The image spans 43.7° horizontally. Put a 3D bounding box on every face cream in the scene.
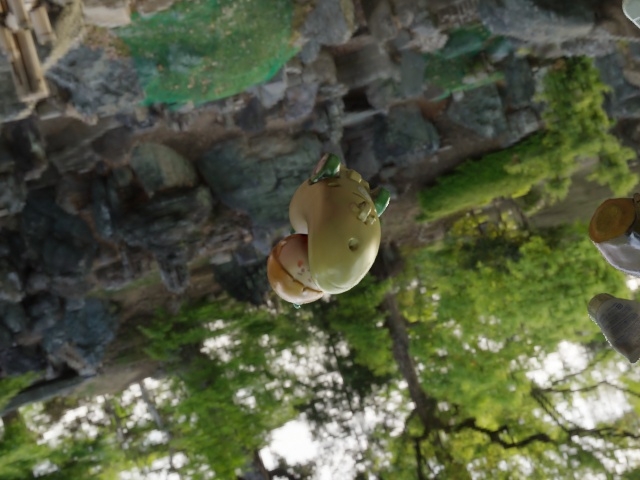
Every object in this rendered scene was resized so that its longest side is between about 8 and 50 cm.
[{"bbox_3d":[0.624,0.173,1.628,0.114,0.070,0.224,-52,-166,6],"label":"face cream"}]

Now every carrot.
[{"bbox_3d":[0.356,0.010,0.837,0.173,0.082,0.082,27,155,-28],"label":"carrot"}]

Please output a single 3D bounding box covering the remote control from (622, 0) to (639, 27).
[{"bbox_3d":[0.535,-0.298,1.134,0.090,0.230,0.049,-48,-166,37],"label":"remote control"}]

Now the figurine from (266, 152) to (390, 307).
[{"bbox_3d":[0.000,0.000,1.234,0.222,0.124,0.324,-49,-163,18],"label":"figurine"}]
